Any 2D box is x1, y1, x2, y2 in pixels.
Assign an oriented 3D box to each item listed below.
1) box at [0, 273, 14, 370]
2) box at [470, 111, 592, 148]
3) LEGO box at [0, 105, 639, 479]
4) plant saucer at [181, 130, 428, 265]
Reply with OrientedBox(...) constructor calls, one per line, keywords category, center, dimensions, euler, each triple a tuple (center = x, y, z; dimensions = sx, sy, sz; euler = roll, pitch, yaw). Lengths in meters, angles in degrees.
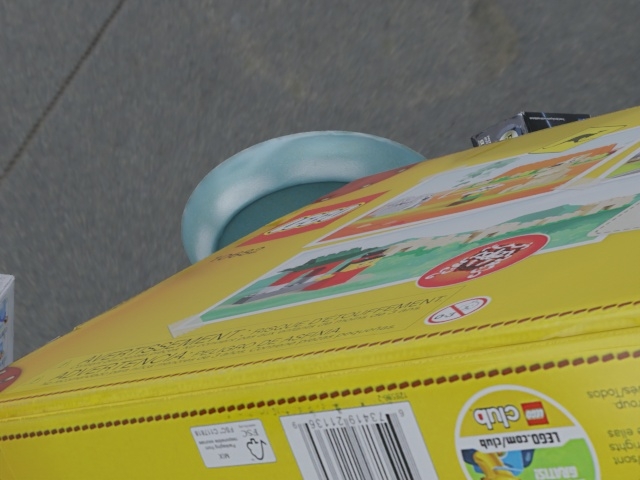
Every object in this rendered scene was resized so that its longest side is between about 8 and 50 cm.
OrientedBox(category="box", center=(-0.431, 0.143, 1.603), dimensions=(0.114, 0.103, 0.203), euler=(9, 117, 5))
OrientedBox(category="box", center=(0.276, -0.071, 1.620), dimensions=(0.180, 0.077, 0.147), euler=(-4, 73, -52))
OrientedBox(category="LEGO box", center=(0.129, 0.066, 0.582), dimensions=(0.372, 0.500, 0.193), euler=(-29, 102, -47))
OrientedBox(category="plant saucer", center=(0.000, 0.000, 1.552), dimensions=(0.317, 0.318, 0.044), euler=(1, 50, -7))
